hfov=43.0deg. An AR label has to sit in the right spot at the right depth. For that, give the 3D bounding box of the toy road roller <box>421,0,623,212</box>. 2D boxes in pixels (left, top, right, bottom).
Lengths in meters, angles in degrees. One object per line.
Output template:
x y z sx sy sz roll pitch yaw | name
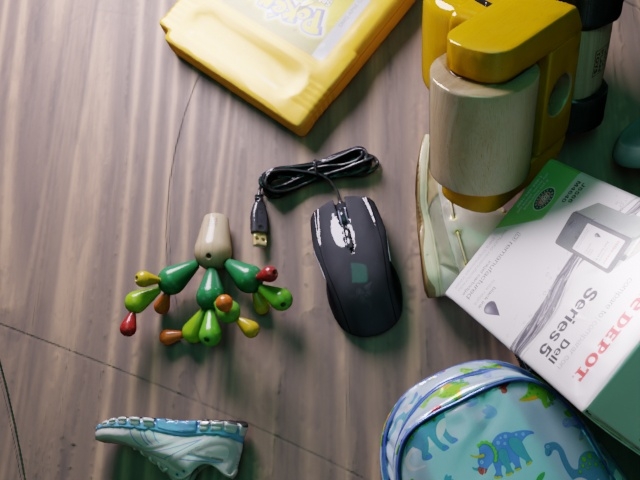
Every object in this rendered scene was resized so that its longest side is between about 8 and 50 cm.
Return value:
0.198 -0.211 0.987 0.241 0.202 0.329 26 49 32 | toy road roller

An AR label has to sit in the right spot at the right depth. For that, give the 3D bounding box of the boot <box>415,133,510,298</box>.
0.203 -0.036 1.020 0.165 0.077 0.213 -4 73 6 | boot

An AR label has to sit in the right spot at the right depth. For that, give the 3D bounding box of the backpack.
0.205 0.297 0.836 0.290 0.273 0.355 -25 57 7 | backpack

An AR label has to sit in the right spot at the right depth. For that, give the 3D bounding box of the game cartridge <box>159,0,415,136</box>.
-0.037 -0.347 1.173 0.285 0.052 0.323 35 79 18 | game cartridge

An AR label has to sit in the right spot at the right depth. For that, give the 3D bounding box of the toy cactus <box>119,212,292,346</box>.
-0.148 0.046 1.043 0.219 0.112 0.180 -8 61 15 | toy cactus

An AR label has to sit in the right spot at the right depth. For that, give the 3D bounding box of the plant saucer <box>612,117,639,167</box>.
0.417 -0.132 1.003 0.119 0.021 0.119 -26 25 13 | plant saucer

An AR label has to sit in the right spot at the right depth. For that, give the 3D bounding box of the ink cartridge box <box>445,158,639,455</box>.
0.280 0.055 0.823 0.115 0.273 0.198 35 95 -26 | ink cartridge box

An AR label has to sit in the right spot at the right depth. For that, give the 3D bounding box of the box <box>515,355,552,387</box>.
0.271 0.135 0.981 0.067 0.018 0.083 -22 70 2 | box

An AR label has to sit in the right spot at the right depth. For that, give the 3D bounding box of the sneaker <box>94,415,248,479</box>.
-0.186 0.256 0.988 0.191 0.071 0.083 1 78 10 | sneaker

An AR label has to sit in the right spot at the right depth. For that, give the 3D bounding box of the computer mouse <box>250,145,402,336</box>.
0.000 0.000 1.047 0.184 0.060 0.262 -10 70 5 | computer mouse
